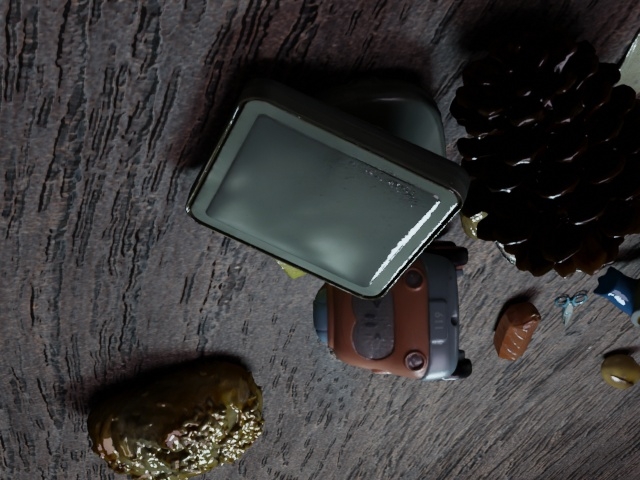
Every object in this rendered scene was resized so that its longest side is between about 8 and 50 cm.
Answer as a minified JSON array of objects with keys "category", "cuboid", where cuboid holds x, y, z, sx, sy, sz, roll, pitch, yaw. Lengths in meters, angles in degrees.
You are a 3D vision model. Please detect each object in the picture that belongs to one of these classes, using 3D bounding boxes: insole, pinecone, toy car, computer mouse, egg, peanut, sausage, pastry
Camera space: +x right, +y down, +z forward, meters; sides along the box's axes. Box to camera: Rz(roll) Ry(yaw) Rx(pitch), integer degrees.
[{"category":"insole","cuboid":[0.375,-0.204,1.466,0.063,0.010,0.192,-7,155,-13]},{"category":"pinecone","cuboid":[0.247,-0.105,1.357,0.246,0.246,0.292,-22,133,17]},{"category":"toy car","cuboid":[0.095,0.097,1.707,0.212,0.181,0.270,-2,-176,-1]},{"category":"computer mouse","cuboid":[0.056,-0.068,1.464,0.197,0.095,0.331,-13,150,-1]},{"category":"egg","cuboid":[0.604,0.263,2.482,0.083,0.071,0.071,21,140,-28]},{"category":"peanut","cuboid":[0.216,-0.039,1.684,0.053,0.054,0.113,-14,155,1]},{"category":"sausage","cuboid":[0.341,0.154,2.129,0.065,0.065,0.169,-11,154,-7]},{"category":"pastry","cuboid":[-0.240,0.322,2.076,0.310,0.162,0.255,-22,156,20]}]

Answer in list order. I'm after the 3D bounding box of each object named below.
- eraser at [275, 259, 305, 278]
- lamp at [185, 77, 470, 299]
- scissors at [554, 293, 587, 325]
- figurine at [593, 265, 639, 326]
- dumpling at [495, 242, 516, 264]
[{"category":"eraser","cuboid":[0.000,0.000,1.659,0.122,0.045,0.097,-18,153,9]},{"category":"lamp","cuboid":[0.000,-0.050,1.385,0.266,0.047,0.269,24,145,-10]},{"category":"scissors","cuboid":[0.438,0.123,2.170,0.058,0.014,0.119,-8,152,-2]},{"category":"figurine","cuboid":[0.620,0.082,1.993,0.416,0.243,0.298,-17,155,-47]},{"category":"dumpling","cuboid":[0.321,-0.068,1.599,0.247,0.142,0.172,-39,116,18]}]
